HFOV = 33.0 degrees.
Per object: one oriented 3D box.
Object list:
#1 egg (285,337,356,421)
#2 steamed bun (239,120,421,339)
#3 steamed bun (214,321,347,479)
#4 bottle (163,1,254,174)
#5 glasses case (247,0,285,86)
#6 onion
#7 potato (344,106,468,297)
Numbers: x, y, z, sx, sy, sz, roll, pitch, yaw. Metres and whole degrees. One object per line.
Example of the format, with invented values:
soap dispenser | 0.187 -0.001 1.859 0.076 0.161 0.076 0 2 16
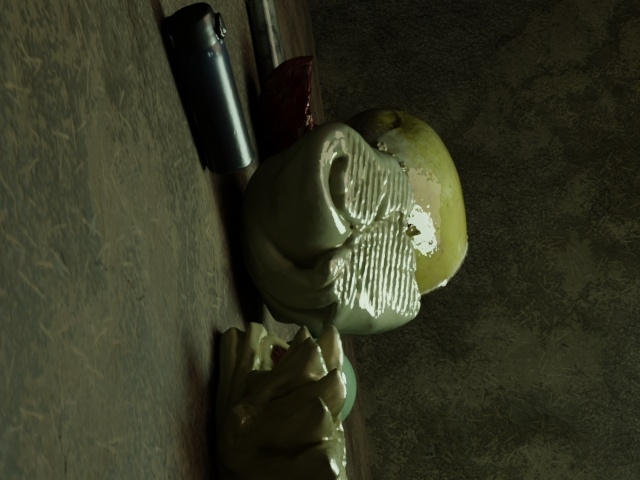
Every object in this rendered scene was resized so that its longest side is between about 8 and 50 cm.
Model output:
egg | -0.018 0.229 1.682 0.192 0.149 0.149 66 15 -66
steamed bun | 0.000 0.000 1.788 0.368 0.255 0.342 23 67 -52
steamed bun | -0.037 0.252 1.328 0.247 0.189 0.428 63 16 -47
bottle | -0.148 -0.208 1.494 0.072 0.082 0.244 -89 168 -52
glasses case | -0.106 -0.386 2.394 0.114 0.060 0.299 -37 116 -84
onion | -0.066 -0.253 2.177 0.283 0.120 0.227 -107 -161 -69
potato | 0.098 -0.104 2.225 0.442 0.386 0.319 -75 157 -57
